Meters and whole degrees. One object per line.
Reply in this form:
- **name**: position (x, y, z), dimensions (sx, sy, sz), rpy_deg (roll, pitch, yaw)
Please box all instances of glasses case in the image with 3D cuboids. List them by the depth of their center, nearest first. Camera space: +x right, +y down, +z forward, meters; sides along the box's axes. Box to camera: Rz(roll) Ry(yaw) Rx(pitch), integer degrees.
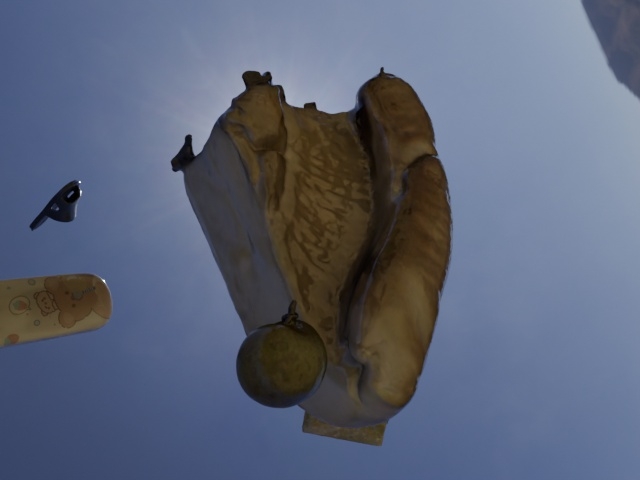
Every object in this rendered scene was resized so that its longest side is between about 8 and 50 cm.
- **glasses case**: position (-0.347, 0.083, 0.654), dimensions (0.204, 0.051, 0.080), rpy_deg (-6, -98, -53)

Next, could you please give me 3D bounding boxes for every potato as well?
- **potato**: position (0.037, 0.229, 0.745), dimensions (0.061, 0.122, 0.086), rpy_deg (-53, -30, -68)

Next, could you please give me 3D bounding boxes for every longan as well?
- **longan**: position (-0.029, 0.087, 0.423), dimensions (0.075, 0.075, 0.083), rpy_deg (6, -88, -50)

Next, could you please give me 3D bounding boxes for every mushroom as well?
- **mushroom**: position (0.041, 0.007, 0.667), dimensions (0.314, 0.224, 0.397), rpy_deg (-12, -112, -33)

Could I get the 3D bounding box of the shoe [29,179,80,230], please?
- **shoe**: position (-0.488, -0.055, 1.028), dimensions (0.053, 0.159, 0.062), rpy_deg (50, -152, -13)
